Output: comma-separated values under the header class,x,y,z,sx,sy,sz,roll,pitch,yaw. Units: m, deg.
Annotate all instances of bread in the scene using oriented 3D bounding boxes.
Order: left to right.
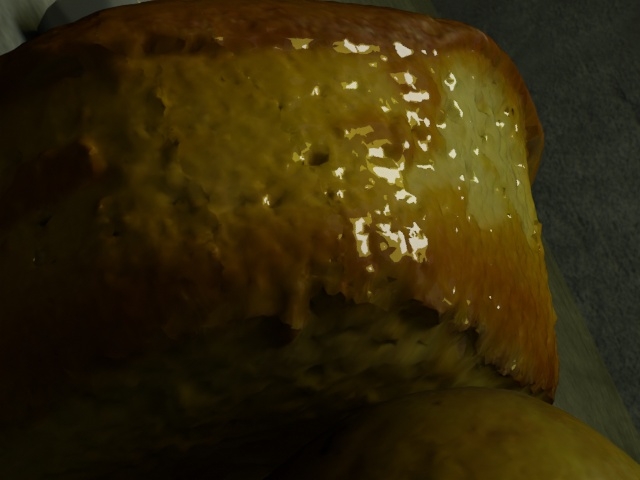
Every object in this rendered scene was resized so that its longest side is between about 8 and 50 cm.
class,x,y,z,sx,sy,sz,roll,pitch,yaw
bread,-0.037,0.025,0.644,0.268,0.268,0.146,44,25,-56

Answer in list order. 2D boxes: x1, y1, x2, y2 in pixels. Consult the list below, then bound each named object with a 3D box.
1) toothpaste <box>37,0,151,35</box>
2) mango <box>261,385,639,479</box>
class,x,y,z,sx,sy,sz,roll,pitch,yaw
toothpaste,-0.032,0.024,0.979,0.371,0.080,0.125,59,21,3
mango,0.003,0.156,0.532,0.130,0.262,0.167,53,-6,-36
